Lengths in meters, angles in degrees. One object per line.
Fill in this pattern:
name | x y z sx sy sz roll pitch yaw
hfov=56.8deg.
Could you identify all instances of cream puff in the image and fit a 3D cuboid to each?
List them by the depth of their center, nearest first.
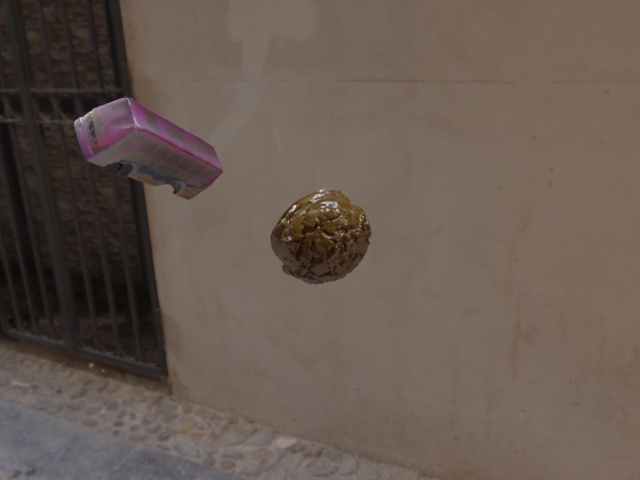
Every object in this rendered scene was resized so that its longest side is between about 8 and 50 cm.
cream puff | 0.004 0.002 0.783 0.127 0.144 0.103 -14 60 -27

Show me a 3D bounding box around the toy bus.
toy bus | -0.288 -0.155 1.030 0.112 0.090 0.274 -29 -19 16
